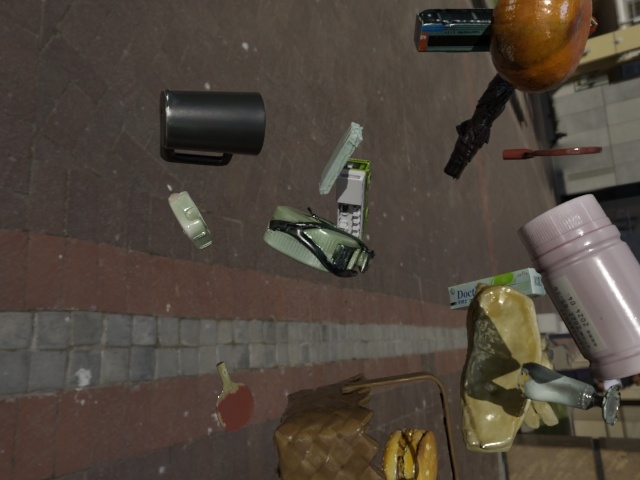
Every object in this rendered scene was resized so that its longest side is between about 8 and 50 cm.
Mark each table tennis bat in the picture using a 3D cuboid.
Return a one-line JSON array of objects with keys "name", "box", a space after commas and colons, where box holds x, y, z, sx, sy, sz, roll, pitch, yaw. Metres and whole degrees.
[{"name": "table tennis bat", "box": [0.773, -0.294, 1.659, 0.200, 0.310, 0.038, -14, 105, -49]}, {"name": "table tennis bat", "box": [-0.282, 0.493, 1.559, 0.131, 0.022, 0.235, -26, 106, -36]}]

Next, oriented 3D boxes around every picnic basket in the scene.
[{"name": "picnic basket", "box": [0.083, 0.386, 0.906, 0.291, 0.320, 0.255, 42, 39, -87]}]

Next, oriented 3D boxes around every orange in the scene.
[{"name": "orange", "box": [0.440, -0.424, 1.001, 0.240, 0.171, 0.240, -20, 117, -44]}]

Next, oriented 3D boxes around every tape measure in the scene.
[{"name": "tape measure", "box": [0.000, 0.000, 1.100, 0.115, 0.235, 0.207, -65, 169, 4]}]

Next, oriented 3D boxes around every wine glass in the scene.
[{"name": "wine glass", "box": [0.430, 0.261, 0.856, 0.072, 0.155, 0.072, -3, 95, -36]}]

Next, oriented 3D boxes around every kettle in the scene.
[{"name": "kettle", "box": [-0.358, -0.371, 1.592, 0.307, 0.262, 0.204, -3, 83, -22]}]

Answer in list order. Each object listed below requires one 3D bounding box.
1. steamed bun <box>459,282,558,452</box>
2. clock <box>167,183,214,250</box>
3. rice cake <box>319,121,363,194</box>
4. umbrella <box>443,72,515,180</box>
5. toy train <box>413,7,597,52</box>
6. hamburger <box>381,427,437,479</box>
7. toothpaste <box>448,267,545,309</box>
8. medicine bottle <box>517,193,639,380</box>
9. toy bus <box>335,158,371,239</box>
[{"name": "steamed bun", "box": [0.486, 0.327, 1.239, 0.189, 0.247, 0.428, 60, 37, -54]}, {"name": "clock", "box": [-0.377, -0.073, 1.407, 0.191, 0.062, 0.151, 57, -10, 19]}, {"name": "rice cake", "box": [0.053, -0.229, 1.396, 0.038, 0.211, 0.124, 26, 30, -11]}, {"name": "umbrella", "box": [0.456, -0.326, 1.420, 0.094, 0.090, 0.326, -1, 125, -45]}, {"name": "toy train", "box": [0.427, -0.488, 1.156, 0.086, 0.408, 0.089, -92, -178, -47]}, {"name": "hamburger", "box": [0.224, 0.576, 1.243, 0.181, 0.117, 0.191, 14, 70, -57]}, {"name": "toothpaste", "box": [0.554, 0.164, 1.584, 0.067, 0.336, 0.081, 7, 72, -30]}, {"name": "medicine bottle", "box": [0.411, 0.068, 0.734, 0.133, 0.133, 0.250, 7, 57, -61]}, {"name": "toy bus", "box": [0.112, -0.124, 1.711, 0.139, 0.113, 0.302, -63, 157, -52]}]
